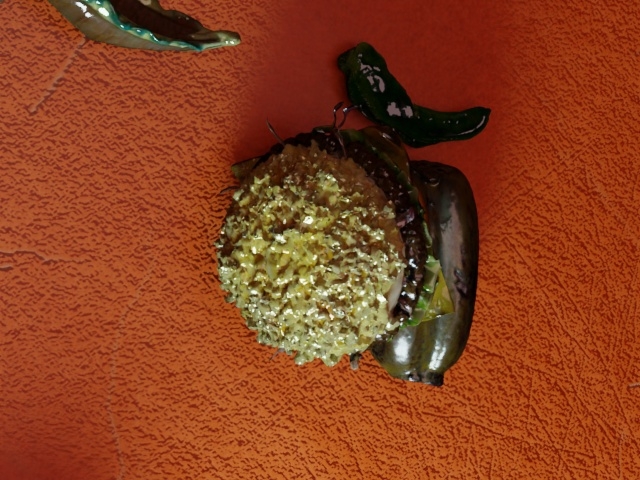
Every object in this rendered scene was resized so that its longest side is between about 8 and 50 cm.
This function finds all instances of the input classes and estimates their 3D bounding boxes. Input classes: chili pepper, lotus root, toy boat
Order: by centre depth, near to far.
[{"bbox_3d":[-0.213,-0.251,1.557,0.099,0.108,0.293,-41,117,18],"label":"toy boat"},{"bbox_3d":[0.103,0.031,1.705,0.124,0.123,0.241,3,99,-8],"label":"lotus root"},{"bbox_3d":[0.094,-0.142,1.719,0.182,0.050,0.073,27,79,-25],"label":"chili pepper"}]

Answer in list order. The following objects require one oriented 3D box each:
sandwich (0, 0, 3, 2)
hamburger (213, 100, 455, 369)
[{"bbox_3d":[-0.383,-0.199,1.452,0.250,0.162,0.301,-31,113,-31],"label":"sandwich"},{"bbox_3d":[0.000,0.000,1.603,0.139,0.243,0.261,-18,91,-55],"label":"hamburger"}]
